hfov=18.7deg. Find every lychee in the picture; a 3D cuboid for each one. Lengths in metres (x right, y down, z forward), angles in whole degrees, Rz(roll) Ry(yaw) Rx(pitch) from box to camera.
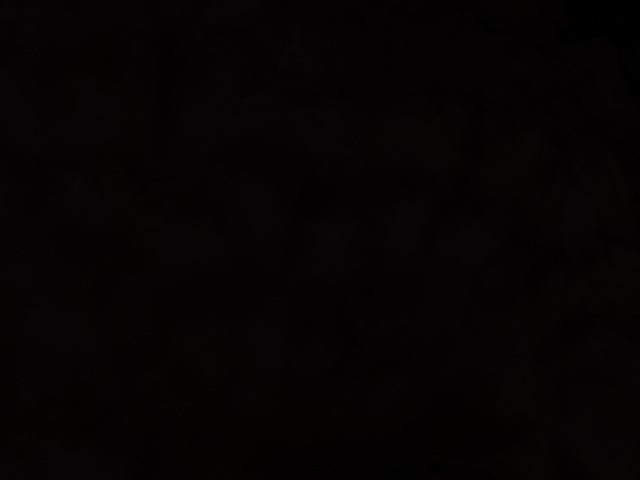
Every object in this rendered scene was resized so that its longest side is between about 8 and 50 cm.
[{"bbox_3d":[-0.044,0.094,0.540,0.380,0.380,0.432,40,164,-11],"label":"lychee"}]

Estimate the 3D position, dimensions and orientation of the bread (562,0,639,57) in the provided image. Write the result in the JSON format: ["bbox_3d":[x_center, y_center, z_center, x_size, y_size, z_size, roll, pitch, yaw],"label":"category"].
[{"bbox_3d":[0.066,-0.031,0.819,0.187,0.155,0.338,36,172,-41],"label":"bread"}]
